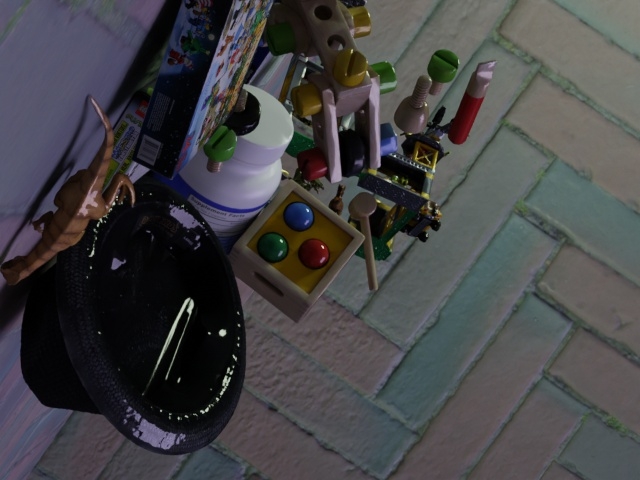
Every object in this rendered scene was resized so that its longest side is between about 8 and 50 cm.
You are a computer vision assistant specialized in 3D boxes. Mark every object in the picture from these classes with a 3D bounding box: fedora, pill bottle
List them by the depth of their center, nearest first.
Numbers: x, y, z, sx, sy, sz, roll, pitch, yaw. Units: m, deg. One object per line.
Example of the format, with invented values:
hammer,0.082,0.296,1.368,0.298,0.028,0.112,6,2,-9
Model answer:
fedora,-0.218,0.090,1.407,0.153,0.334,0.334,-20,-161,26
pill bottle,-0.144,-0.074,1.708,0.272,0.152,0.152,-55,-178,40

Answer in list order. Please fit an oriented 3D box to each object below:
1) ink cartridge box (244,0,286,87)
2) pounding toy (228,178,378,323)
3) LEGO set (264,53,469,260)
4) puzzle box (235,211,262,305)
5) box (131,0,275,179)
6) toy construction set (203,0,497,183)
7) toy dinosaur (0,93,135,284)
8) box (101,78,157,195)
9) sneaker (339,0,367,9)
ink cartridge box,-0.050,-0.303,1.784,0.223,0.045,0.224,-54,-179,13
pounding toy,0.011,0.002,1.726,0.206,0.181,0.094,-51,177,-24
LEGO set,0.029,-0.138,1.877,0.255,0.331,0.192,120,-12,-55
puzzle box,-0.178,0.007,2.005,0.272,0.052,0.409,-53,-155,28
box,-0.088,-0.187,1.165,0.233,0.044,0.159,-66,175,34
toy construction set,0.043,-0.217,1.445,0.237,0.309,0.257,109,-13,-55
toy dinosaur,-0.202,-0.039,1.127,0.211,0.064,0.112,-55,180,24
box,-0.169,-0.119,1.339,0.114,0.036,0.207,-55,-178,19
sneaker,0.025,-0.333,1.737,0.162,0.063,0.073,135,-27,-62
